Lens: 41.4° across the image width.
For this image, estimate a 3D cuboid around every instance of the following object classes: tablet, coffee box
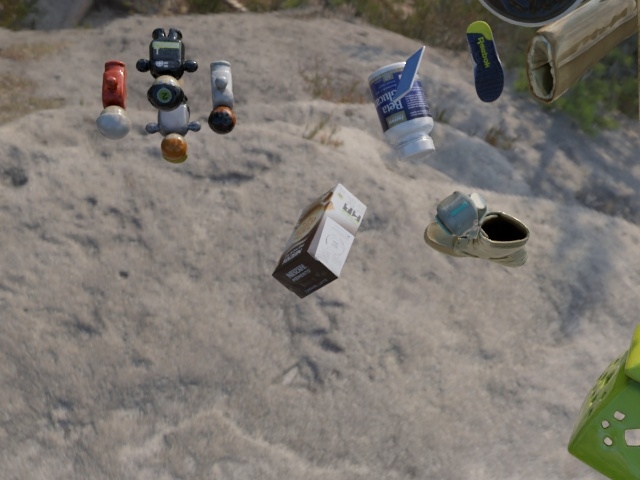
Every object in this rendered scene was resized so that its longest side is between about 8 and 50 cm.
[{"bbox_3d":[0.135,-0.253,1.293,0.006,0.054,0.083,26,67,-17],"label":"tablet"},{"bbox_3d":[0.000,0.000,1.985,0.098,0.141,0.246,41,43,-17],"label":"coffee box"}]

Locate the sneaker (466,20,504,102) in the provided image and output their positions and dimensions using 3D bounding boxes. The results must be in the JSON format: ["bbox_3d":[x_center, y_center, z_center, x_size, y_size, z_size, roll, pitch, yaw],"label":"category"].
[{"bbox_3d":[0.291,-0.316,1.493,0.053,0.144,0.059,-9,17,9],"label":"sneaker"}]

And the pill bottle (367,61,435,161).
[{"bbox_3d":[0.154,-0.235,1.567,0.094,0.094,0.169,-14,82,-20],"label":"pill bottle"}]

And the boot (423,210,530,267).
[{"bbox_3d":[0.373,-0.015,2.040,0.262,0.203,0.095,16,78,15],"label":"boot"}]

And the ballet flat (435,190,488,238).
[{"bbox_3d":[0.221,-0.041,1.266,0.068,0.213,0.072,-42,81,13],"label":"ballet flat"}]

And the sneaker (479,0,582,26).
[{"bbox_3d":[0.184,-0.257,0.455,0.106,0.290,0.123,39,35,0],"label":"sneaker"}]

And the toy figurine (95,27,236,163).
[{"bbox_3d":[-0.262,-0.239,1.470,0.210,0.213,0.148,26,52,-47],"label":"toy figurine"}]

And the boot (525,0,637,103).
[{"bbox_3d":[0.437,-0.373,1.323,0.270,0.236,0.089,-34,42,-17],"label":"boot"}]

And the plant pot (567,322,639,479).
[{"bbox_3d":[0.563,0.273,1.373,0.227,0.207,0.228,28,27,15],"label":"plant pot"}]

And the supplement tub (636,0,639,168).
[{"bbox_3d":[0.428,-0.153,0.804,0.241,0.241,0.331,-2,91,-14],"label":"supplement tub"}]
